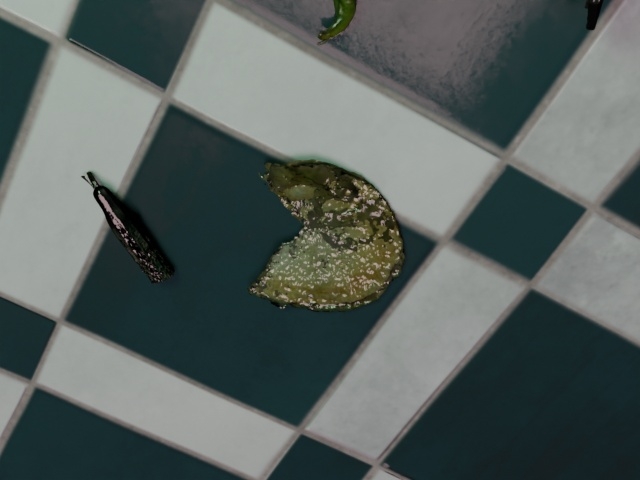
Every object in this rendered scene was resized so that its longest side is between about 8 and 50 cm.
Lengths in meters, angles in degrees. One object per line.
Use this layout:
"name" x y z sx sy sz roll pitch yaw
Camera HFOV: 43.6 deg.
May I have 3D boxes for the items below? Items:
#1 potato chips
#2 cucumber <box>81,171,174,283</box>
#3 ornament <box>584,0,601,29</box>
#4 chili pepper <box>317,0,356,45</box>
"potato chips" 0.000 -0.002 0.977 0.202 0.029 0.220 -4 123 7
"cucumber" -0.235 -0.015 0.984 0.039 0.043 0.163 -38 119 -17
"ornament" 0.179 -0.297 0.731 0.196 0.166 0.153 18 100 16
"chili pepper" -0.110 -0.320 0.776 0.359 0.076 0.085 32 93 -13
